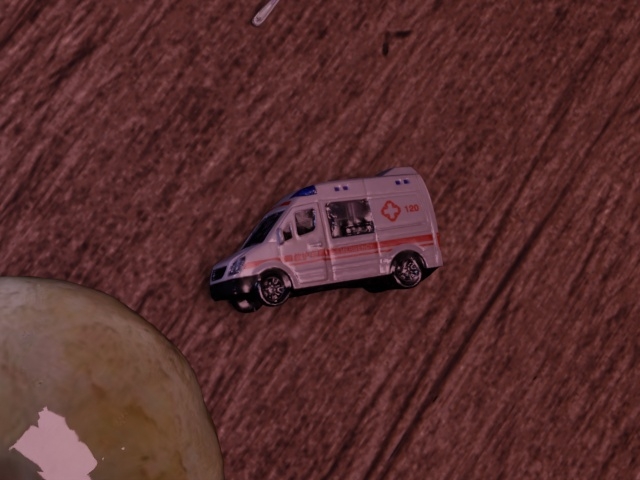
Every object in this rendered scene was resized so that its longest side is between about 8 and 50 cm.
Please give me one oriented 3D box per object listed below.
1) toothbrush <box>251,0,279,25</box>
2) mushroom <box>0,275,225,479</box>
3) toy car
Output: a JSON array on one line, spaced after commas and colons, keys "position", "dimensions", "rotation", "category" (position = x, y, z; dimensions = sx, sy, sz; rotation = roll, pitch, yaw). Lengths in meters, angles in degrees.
[{"position": [-0.019, -0.243, 1.738], "dimensions": [0.011, 0.013, 0.131], "rotation": [40, 76, -1], "category": "toothbrush"}, {"position": [-0.243, 0.196, 1.508], "dimensions": [0.352, 0.260, 0.352], "rotation": [0, 105, 1], "category": "mushroom"}, {"position": [0.000, 0.000, 1.688], "dimensions": [0.209, 0.089, 0.108], "rotation": [-9, 89, -20], "category": "toy car"}]
